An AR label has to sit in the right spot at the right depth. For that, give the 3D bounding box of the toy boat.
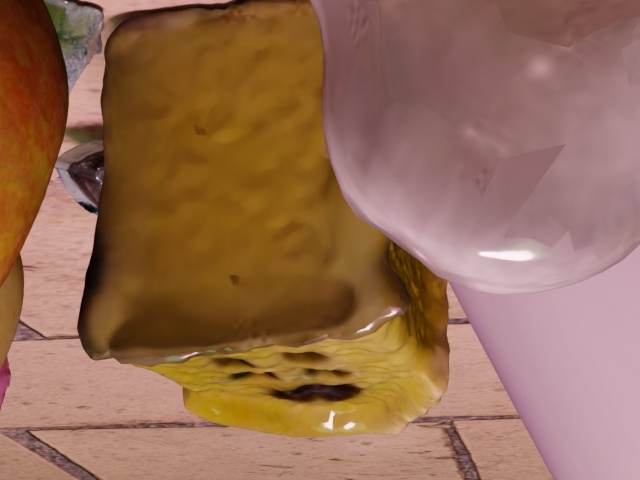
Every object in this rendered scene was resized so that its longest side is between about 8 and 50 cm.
[{"bbox_3d":[-0.103,-0.032,0.886,0.140,0.059,0.066,15,-178,-33],"label":"toy boat"}]

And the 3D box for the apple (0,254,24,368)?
[{"bbox_3d":[-0.284,0.038,0.904,0.200,0.200,0.200,1,159,1],"label":"apple"}]

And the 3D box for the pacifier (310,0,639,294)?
[{"bbox_3d":[-0.003,-0.130,0.369,0.273,0.220,0.332,27,-174,17],"label":"pacifier"}]

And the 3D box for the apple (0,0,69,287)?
[{"bbox_3d":[-0.235,-0.052,0.580,0.226,0.246,0.246,30,146,-34],"label":"apple"}]

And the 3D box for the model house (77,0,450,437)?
[{"bbox_3d":[0.000,0.000,0.769,0.174,0.193,0.234,-10,156,20],"label":"model house"}]

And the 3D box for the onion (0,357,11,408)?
[{"bbox_3d":[-0.334,0.101,1.088,0.200,0.201,0.207,5,-158,-10],"label":"onion"}]

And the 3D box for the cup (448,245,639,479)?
[{"bbox_3d":[0.203,0.045,0.572,0.253,0.372,0.253,-25,177,-1],"label":"cup"}]

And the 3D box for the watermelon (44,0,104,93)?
[{"bbox_3d":[-0.202,-0.076,0.760,0.187,0.071,0.139,-1,163,5],"label":"watermelon"}]
